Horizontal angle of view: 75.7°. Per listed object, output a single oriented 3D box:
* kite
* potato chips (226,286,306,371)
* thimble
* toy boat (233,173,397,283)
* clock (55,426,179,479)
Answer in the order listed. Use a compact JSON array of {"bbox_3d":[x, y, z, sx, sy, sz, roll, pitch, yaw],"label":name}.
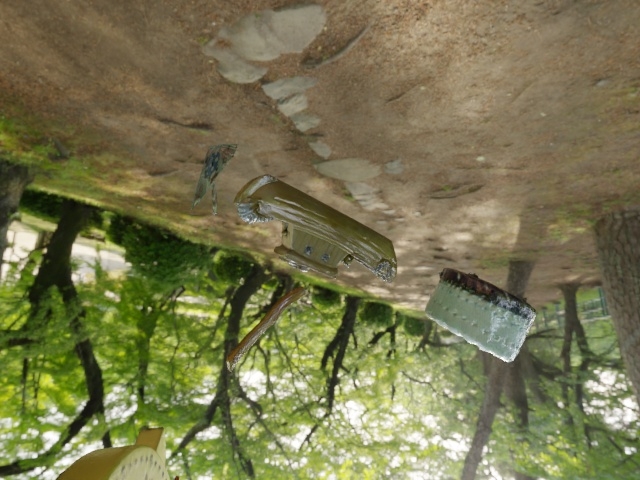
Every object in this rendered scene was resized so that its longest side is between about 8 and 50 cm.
[{"bbox_3d":[-0.369,-0.220,1.408,0.011,0.314,0.335,16,135,-38],"label":"kite"},{"bbox_3d":[-0.105,0.162,0.786,0.037,0.204,0.026,14,143,54],"label":"potato chips"},{"bbox_3d":[0.365,0.166,0.968,0.237,0.150,0.237,29,179,1],"label":"thimble"},{"bbox_3d":[0.000,0.000,0.701,0.321,0.122,0.089,27,176,-24],"label":"toy boat"},{"bbox_3d":[-0.137,0.293,0.288,0.071,0.277,0.293,-5,-179,-4],"label":"clock"}]
